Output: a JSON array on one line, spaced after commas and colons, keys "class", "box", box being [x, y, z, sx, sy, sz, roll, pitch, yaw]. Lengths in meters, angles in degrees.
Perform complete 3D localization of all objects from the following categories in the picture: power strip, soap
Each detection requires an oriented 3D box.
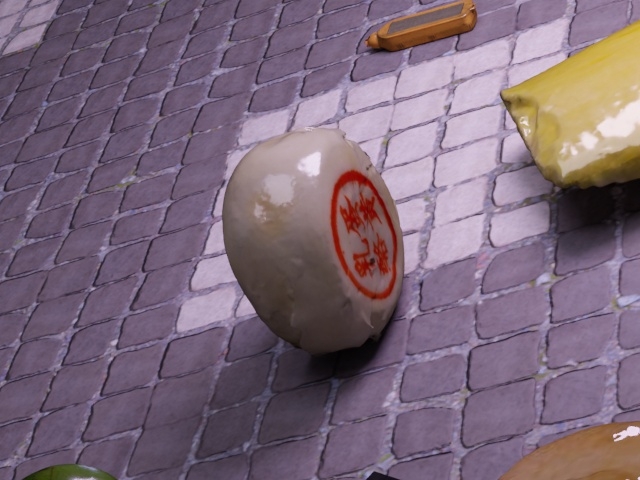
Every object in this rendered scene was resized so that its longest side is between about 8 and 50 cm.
[{"class": "power strip", "box": [0.142, -0.300, 2.722, 0.178, 0.028, 0.049, -12, 34, 25]}, {"class": "soap", "box": [0.433, -0.189, 2.223, 0.427, 0.115, 0.306, -24, 26, 7]}]

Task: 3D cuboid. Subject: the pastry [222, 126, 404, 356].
[{"class": "pastry", "box": [-0.001, -0.002, 2.171, 0.133, 0.265, 0.265, -15, 32, 26]}]

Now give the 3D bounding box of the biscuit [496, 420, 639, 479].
[{"class": "biscuit", "box": [0.270, 0.286, 1.633, 0.446, 0.104, 0.429, -5, 37, 35]}]

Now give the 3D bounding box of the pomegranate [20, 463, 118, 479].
[{"class": "pomegranate", "box": [-0.223, 0.318, 1.949, 0.225, 0.187, 0.187, -5, 29, -7]}]

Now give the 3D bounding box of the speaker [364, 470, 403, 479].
[{"class": "speaker", "box": [0.065, 0.269, 1.800, 0.082, 0.044, 0.218, -45, 9, -11]}]
